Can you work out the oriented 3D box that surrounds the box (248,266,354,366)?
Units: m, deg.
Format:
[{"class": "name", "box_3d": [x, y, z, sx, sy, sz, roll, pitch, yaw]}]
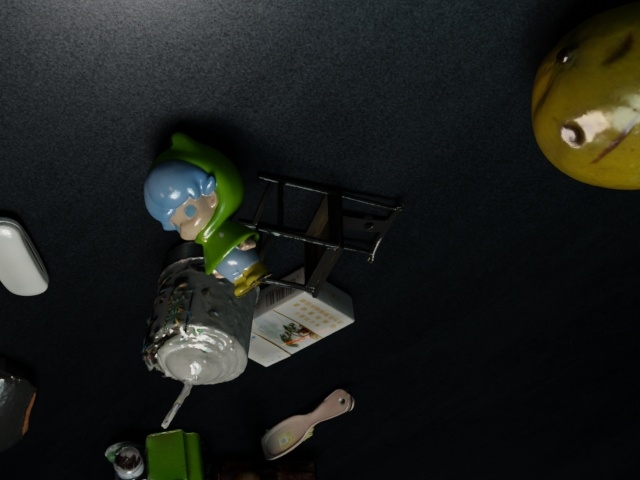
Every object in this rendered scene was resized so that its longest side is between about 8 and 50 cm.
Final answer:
[{"class": "box", "box_3d": [-0.071, 0.151, 1.815, 0.233, 0.067, 0.149, -30, 134, 29]}]

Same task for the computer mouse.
[{"class": "computer mouse", "box_3d": [-0.702, 0.366, 1.982, 0.183, 0.116, 0.323, 6, 139, -20]}]

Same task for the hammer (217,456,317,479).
[{"class": "hammer", "box_3d": [-0.139, 0.542, 2.152, 0.242, 0.095, 0.409, -2, 166, 3]}]

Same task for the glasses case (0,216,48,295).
[{"class": "glasses case", "box_3d": [-0.532, 0.030, 1.637, 0.076, 0.049, 0.197, -7, 141, 3]}]

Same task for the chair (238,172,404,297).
[{"class": "chair", "box_3d": [0.000, 0.000, 1.589, 0.260, 0.141, 0.154, 12, 138, -15]}]

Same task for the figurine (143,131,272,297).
[{"class": "figurine", "box_3d": [-0.172, -0.037, 1.457, 0.143, 0.263, 0.162, -31, 172, -34]}]

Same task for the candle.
[{"class": "candle", "box_3d": [-0.208, 0.161, 1.620, 0.187, 0.330, 0.187, 3, 139, 3]}]

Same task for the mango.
[{"class": "mango", "box_3d": [0.518, -0.204, 1.325, 0.445, 0.220, 0.301, -2, 138, -8]}]

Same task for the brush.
[{"class": "brush", "box_3d": [-0.023, 0.416, 2.156, 0.067, 0.072, 0.313, 1, 148, -49]}]

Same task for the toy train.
[{"class": "toy train", "box_3d": [-0.375, 0.581, 2.235, 0.249, 0.173, 0.307, -10, 141, -3]}]
